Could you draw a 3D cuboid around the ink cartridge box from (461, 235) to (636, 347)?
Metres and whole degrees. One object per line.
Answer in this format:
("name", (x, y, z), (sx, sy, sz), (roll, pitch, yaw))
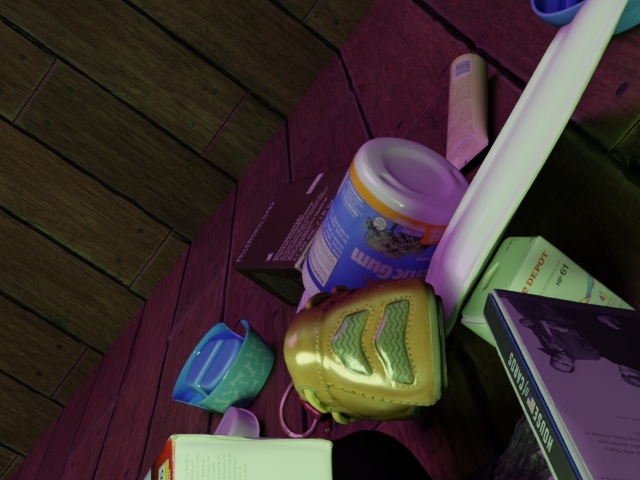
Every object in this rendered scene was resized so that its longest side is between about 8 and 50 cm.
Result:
("ink cartridge box", (0.194, 0.064, 0.742), (0.088, 0.122, 0.052), (-59, 16, -12))

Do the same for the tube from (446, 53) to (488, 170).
("tube", (0.222, -0.191, 1.321), (0.240, 0.062, 0.070), (-79, -16, -45))

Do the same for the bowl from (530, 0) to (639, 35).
("bowl", (0.438, -0.427, 1.123), (0.391, 0.077, 0.391), (-49, 17, 21))

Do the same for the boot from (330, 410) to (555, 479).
("boot", (0.110, 0.194, 0.651), (0.260, 0.131, 0.348), (-63, 23, 19))

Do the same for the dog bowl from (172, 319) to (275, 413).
("dog bowl", (-0.172, 0.234, 1.563), (0.166, 0.074, 0.297), (-60, 16, -19))

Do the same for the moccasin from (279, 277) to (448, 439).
("moccasin", (0.030, 0.109, 0.788), (0.380, 0.147, 0.139), (47, -140, -84))

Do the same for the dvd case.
("dvd case", (0.210, 0.104, 0.529), (0.238, 0.179, 0.029), (-94, 15, -66))

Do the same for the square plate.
("square plate", (0.189, -0.059, 0.887), (0.347, 0.049, 0.344), (-59, -11, -14))

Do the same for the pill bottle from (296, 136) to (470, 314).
("pill bottle", (0.067, 0.018, 1.106), (0.152, 0.152, 0.272), (-78, 10, -54))

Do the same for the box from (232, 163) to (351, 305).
("box", (0.000, 0.000, 1.424), (0.191, 0.143, 0.381), (-59, 14, -12))

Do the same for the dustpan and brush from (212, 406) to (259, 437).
("dustpan and brush", (-0.121, 0.318, 1.297), (0.147, 0.060, 0.211), (-63, 10, -21))

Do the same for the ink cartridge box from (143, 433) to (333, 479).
("ink cartridge box", (-0.083, 0.342, 0.688), (0.272, 0.130, 0.309), (123, 148, -56))
